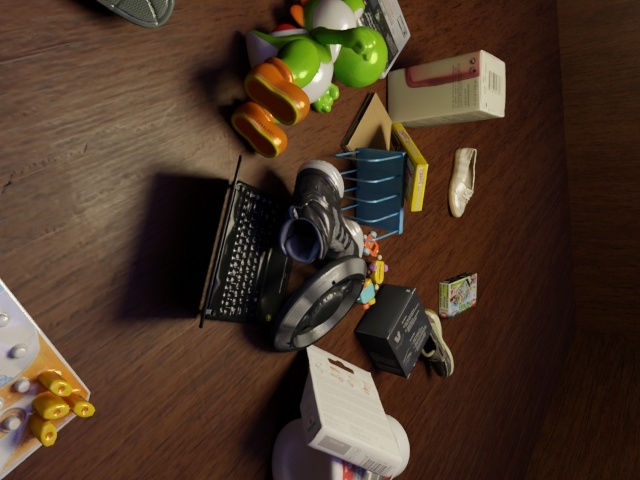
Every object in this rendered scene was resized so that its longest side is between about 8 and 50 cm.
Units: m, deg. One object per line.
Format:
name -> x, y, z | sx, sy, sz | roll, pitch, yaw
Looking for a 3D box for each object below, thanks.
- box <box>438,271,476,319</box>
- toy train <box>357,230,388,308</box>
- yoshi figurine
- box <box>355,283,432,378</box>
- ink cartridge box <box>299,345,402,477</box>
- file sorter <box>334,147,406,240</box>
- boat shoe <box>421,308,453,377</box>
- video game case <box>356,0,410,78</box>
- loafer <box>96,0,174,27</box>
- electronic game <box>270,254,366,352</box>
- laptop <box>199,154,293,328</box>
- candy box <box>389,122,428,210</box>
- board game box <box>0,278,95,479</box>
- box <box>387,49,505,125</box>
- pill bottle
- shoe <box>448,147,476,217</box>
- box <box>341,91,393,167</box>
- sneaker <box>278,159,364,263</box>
box -> 0.439, 0.172, 1.400 | 0.207, 0.036, 0.113 | -9, 101, -48
toy train -> 0.096, 0.068, 0.993 | 0.125, 0.046, 0.166 | 44, 58, -40
yoshi figurine -> 0.014, -0.296, 0.769 | 0.362, 0.204, 0.203 | -59, 149, -30
box -> 0.182, 0.216, 1.066 | 0.156, 0.093, 0.158 | -52, 130, -32
ink cartridge box -> 0.042, 0.308, 0.825 | 0.181, 0.224, 0.056 | 32, 104, -21
file sorter -> 0.094, -0.095, 0.903 | 0.105, 0.118, 0.170 | -20, 117, -42
boat shoe -> 0.310, 0.301, 1.239 | 0.073, 0.080, 0.223 | -33, 112, -36
video game case -> 0.134, -0.500, 0.999 | 0.190, 0.022, 0.173 | 53, 55, -39
loafer -> -0.296, -0.344, 0.492 | 0.268, 0.084, 0.096 | 31, 101, -42
electronic game -> 0.001, 0.119, 0.811 | 0.229, 0.048, 0.229 | -37, 154, -22
laptop -> -0.093, 0.023, 0.698 | 0.264, 0.137, 0.234 | 21, 78, -48
candy box -> 0.181, -0.160, 0.931 | 0.205, 0.027, 0.105 | -100, -175, -53
board game box -> -0.456, 0.149, 0.359 | 0.390, 0.050, 0.389 | -43, 124, -38
box -> 0.293, -0.345, 1.034 | 0.149, 0.233, 0.126 | -9, 100, -49
pill bottle -> 0.054, 0.431, 0.885 | 0.283, 0.161, 0.161 | 18, 80, -48
shoe -> 0.437, -0.179, 1.348 | 0.077, 0.058, 0.218 | 8, 87, -49
box -> 0.136, -0.212, 1.027 | 0.201, 0.021, 0.164 | 47, 60, -40
sneaker -> 0.000, 0.000, 0.796 | 0.268, 0.101, 0.153 | 69, 35, -42
